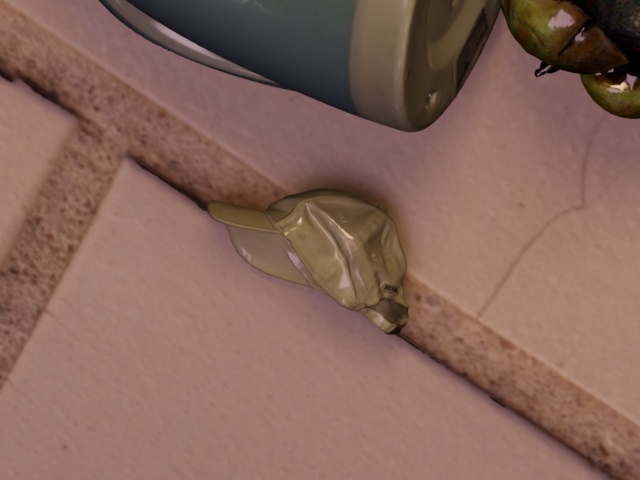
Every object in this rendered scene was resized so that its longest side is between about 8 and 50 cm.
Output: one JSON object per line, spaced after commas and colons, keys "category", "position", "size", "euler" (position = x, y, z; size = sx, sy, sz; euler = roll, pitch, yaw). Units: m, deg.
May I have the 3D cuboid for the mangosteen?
{"category": "mangosteen", "position": [0.222, -0.192, 1.154], "size": [0.243, 0.243, 0.243], "euler": [7, 116, 14]}

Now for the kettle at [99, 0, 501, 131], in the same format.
{"category": "kettle", "position": [-0.050, -0.216, 1.233], "size": [0.342, 0.247, 0.319], "euler": [20, 145, 16]}

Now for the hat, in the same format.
{"category": "hat", "position": [-0.006, 0.003, 1.406], "size": [0.166, 0.081, 0.122], "euler": [16, 159, 25]}
